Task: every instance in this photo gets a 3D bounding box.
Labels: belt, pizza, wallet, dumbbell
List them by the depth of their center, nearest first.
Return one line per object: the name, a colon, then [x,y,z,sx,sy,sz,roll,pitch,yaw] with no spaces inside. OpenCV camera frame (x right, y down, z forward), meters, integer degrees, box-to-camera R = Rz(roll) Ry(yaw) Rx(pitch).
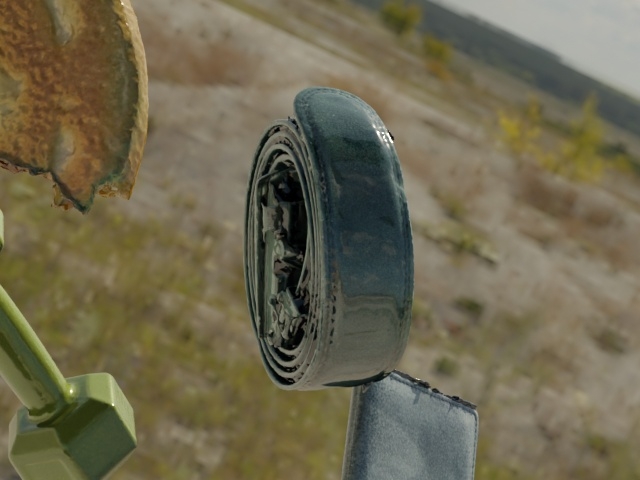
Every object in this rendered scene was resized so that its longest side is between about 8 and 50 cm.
pizza: [-0.243,-0.127,1.417,0.081,0.228,0.290,53,12,-72]
dumbbell: [-0.269,0.084,1.588,0.302,0.121,0.108,59,34,-26]
belt: [0.000,0.000,1.619,0.116,0.268,0.206,-3,2,-22]
wallet: [0.091,0.225,1.864,0.036,0.167,0.222,-5,-20,36]
